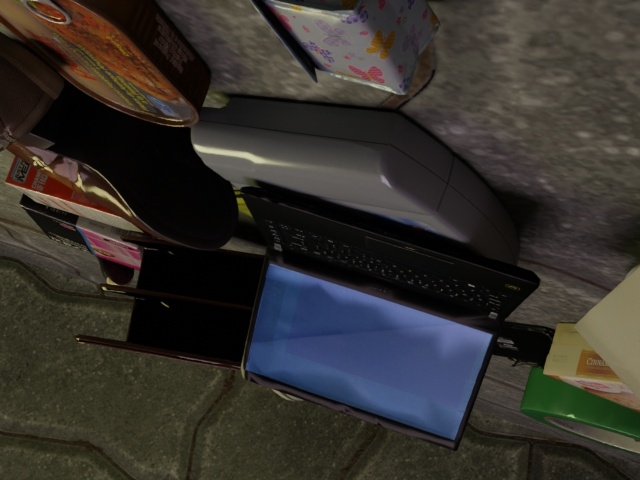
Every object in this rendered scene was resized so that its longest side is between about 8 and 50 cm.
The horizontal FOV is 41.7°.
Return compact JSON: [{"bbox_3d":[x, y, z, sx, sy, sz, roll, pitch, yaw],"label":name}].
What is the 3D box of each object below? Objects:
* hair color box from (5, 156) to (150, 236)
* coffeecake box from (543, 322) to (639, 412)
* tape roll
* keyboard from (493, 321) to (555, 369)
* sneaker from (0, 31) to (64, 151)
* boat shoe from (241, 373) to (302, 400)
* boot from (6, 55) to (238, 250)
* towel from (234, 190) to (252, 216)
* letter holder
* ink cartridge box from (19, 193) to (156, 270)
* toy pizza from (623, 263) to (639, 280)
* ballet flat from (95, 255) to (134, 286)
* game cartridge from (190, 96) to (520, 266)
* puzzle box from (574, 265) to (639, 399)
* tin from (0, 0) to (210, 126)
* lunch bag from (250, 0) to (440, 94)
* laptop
[{"bbox_3d":[-0.296,-0.061,1.059,0.167,0.053,0.093,16,169,9],"label":"hair color box"},{"bbox_3d":[0.377,0.156,0.958,0.185,0.068,0.142,23,168,-17],"label":"coffeecake box"},{"bbox_3d":[0.493,0.291,1.370,0.321,0.077,0.321,17,168,4],"label":"tape roll"},{"bbox_3d":[0.265,0.134,1.150,0.192,0.038,0.100,3,137,55],"label":"keyboard"},{"bbox_3d":[-0.269,-0.128,0.590,0.188,0.071,0.066,29,171,23],"label":"sneaker"},{"bbox_3d":[-0.055,0.172,1.432,0.156,0.187,0.500,9,171,16],"label":"boat shoe"},{"bbox_3d":[-0.239,-0.071,0.821,0.264,0.096,0.280,25,167,-29],"label":"boot"},{"bbox_3d":[0.000,0.000,0.951,0.237,0.021,0.102,27,165,-34],"label":"towel"},{"bbox_3d":[-0.123,0.084,1.050,0.301,0.152,0.214,8,173,9],"label":"letter holder"},{"bbox_3d":[-0.353,-0.017,1.335,0.175,0.069,0.371,20,170,-6],"label":"ink cartridge box"},{"bbox_3d":[0.314,0.098,0.653,0.201,0.032,0.201,45,163,18],"label":"toy pizza"},{"bbox_3d":[-0.364,0.042,1.477,0.057,0.049,0.173,9,-157,-28],"label":"ballet flat"},{"bbox_3d":[0.052,-0.024,0.693,0.198,0.062,0.297,16,168,33],"label":"game cartridge"},{"bbox_3d":[0.290,0.091,0.447,0.272,0.052,0.409,50,171,15],"label":"puzzle box"},{"bbox_3d":[-0.142,-0.130,0.549,0.106,0.040,0.190,10,166,19],"label":"tin"},{"bbox_3d":[0.002,-0.107,0.390,0.083,0.053,0.071,23,170,31],"label":"lunch bag"},{"bbox_3d":[0.038,0.081,0.728,0.234,0.137,0.264,17,168,7],"label":"laptop"}]
